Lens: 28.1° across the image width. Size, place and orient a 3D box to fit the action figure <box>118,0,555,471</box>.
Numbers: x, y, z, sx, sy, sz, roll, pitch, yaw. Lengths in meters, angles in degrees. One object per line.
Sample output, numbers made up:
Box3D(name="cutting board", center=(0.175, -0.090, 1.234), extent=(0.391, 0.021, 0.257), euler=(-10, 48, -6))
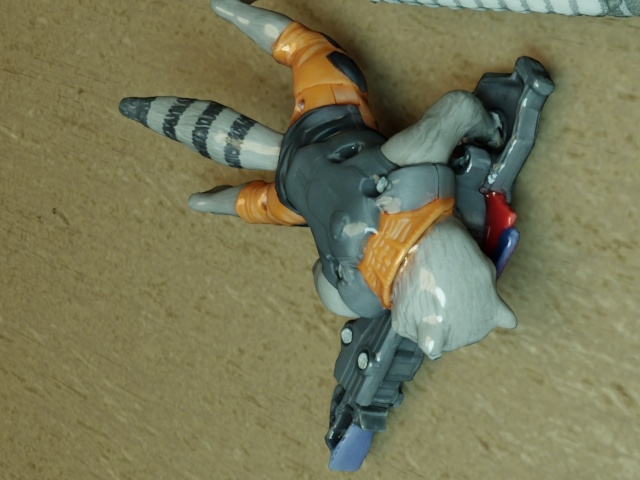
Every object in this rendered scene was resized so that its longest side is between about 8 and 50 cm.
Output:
Box3D(name="action figure", center=(0.000, 0.000, 0.906), extent=(0.330, 0.178, 0.341), euler=(36, 114, 44))

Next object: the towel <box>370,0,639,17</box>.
Box3D(name="towel", center=(0.117, -0.288, 0.814), extent=(0.235, 0.121, 0.284), euler=(14, 105, 41))
